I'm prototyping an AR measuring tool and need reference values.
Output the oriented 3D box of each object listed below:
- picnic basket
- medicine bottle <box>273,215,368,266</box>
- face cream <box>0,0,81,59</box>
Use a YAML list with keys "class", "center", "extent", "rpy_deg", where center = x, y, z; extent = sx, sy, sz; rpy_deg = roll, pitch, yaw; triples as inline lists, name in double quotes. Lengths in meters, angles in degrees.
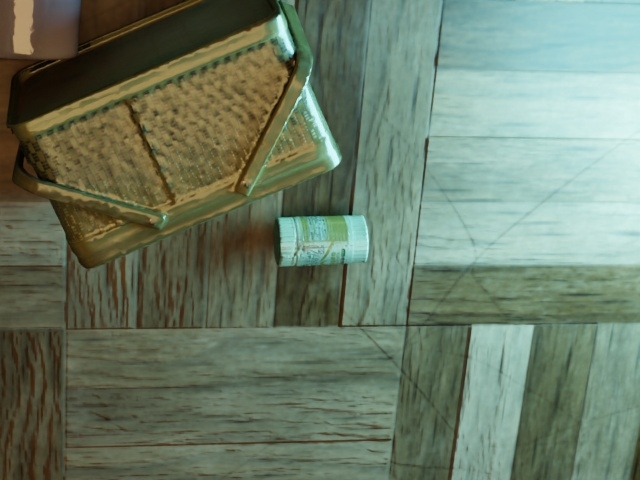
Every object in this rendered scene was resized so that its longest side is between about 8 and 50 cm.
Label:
- class: "picnic basket"
  center: [-0.126, -0.104, 1.264]
  extent: [0.267, 0.165, 0.139]
  rpy_deg: [-23, 115, 0]
- class: "medicine bottle"
  center: [0.000, 0.000, 1.402]
  extent: [0.083, 0.047, 0.047]
  rpy_deg: [-2, 115, -10]
- class: "face cream"
  center: [-0.238, -0.286, 1.210]
  extent: [0.154, 0.096, 0.274]
  rpy_deg: [3, 101, -9]
